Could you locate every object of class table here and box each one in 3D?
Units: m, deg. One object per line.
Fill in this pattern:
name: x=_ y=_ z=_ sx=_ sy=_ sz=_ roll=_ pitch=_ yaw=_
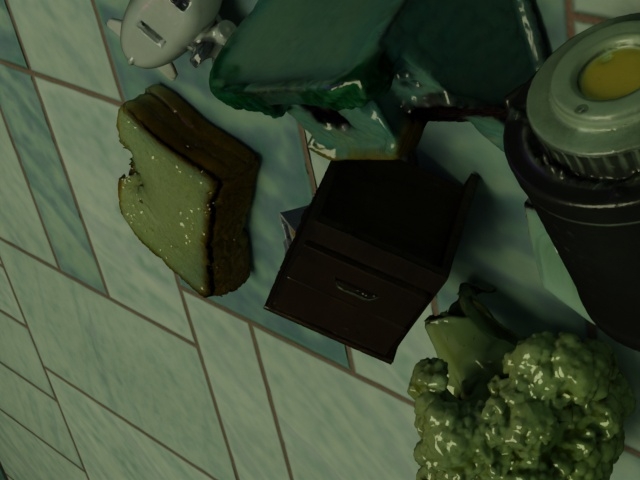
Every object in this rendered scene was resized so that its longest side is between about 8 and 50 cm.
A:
table: x=0.057 y=0.006 z=1.355 sx=0.169 sy=0.172 sz=0.193 roll=24 pitch=144 yaw=-3

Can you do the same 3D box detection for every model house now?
model house: x=0.077 y=-0.163 z=1.219 sx=0.249 sy=0.230 sz=0.280 roll=44 pitch=160 yaw=-32
model house: x=0.000 y=0.000 z=1.559 sx=0.088 sy=0.117 sz=0.167 roll=63 pitch=153 yaw=18

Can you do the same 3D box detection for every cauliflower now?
cauliflower: x=0.196 y=0.198 z=1.323 sx=0.281 sy=0.260 sz=0.327 roll=36 pitch=123 yaw=21

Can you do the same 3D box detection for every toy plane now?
toy plane: x=-0.195 y=-0.296 z=1.525 sx=0.245 sy=0.117 sz=0.244 roll=24 pitch=146 yaw=17

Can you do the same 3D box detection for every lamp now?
lamp: x=0.278 y=-0.041 z=0.939 sx=0.374 sy=0.205 sz=0.272 roll=58 pitch=-175 yaw=30

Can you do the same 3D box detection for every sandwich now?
sandwich: x=-0.209 y=-0.074 z=1.764 sx=0.249 sy=0.095 sz=0.273 roll=38 pitch=144 yaw=25

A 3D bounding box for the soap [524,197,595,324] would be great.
soap: x=0.313 y=0.020 z=1.158 sx=0.230 sy=0.091 sz=0.145 roll=16 pitch=132 yaw=44
